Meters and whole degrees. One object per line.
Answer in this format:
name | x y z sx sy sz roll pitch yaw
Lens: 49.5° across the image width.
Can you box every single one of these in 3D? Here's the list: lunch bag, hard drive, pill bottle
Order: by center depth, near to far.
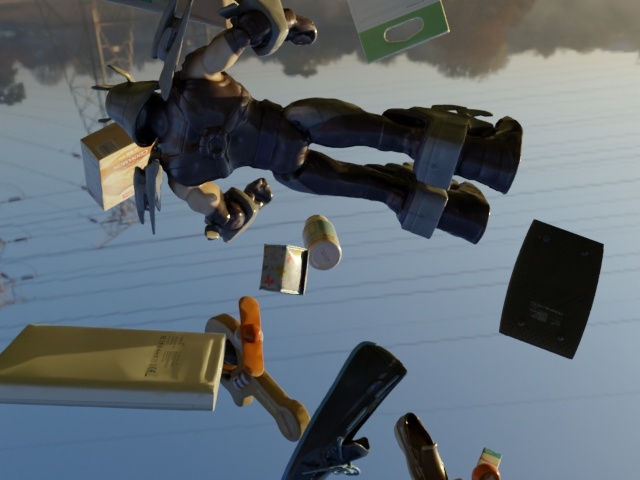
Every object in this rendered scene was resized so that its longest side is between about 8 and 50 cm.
hard drive | -0.300 0.181 1.010 0.308 0.040 0.203 3 -165 -4
lunch bag | -0.045 0.043 1.012 0.053 0.071 0.083 3 172 32
hard drive | 0.469 0.100 1.421 0.172 0.254 0.054 20 165 4
pill bottle | 0.000 0.000 1.742 0.087 0.087 0.160 -6 -150 -4

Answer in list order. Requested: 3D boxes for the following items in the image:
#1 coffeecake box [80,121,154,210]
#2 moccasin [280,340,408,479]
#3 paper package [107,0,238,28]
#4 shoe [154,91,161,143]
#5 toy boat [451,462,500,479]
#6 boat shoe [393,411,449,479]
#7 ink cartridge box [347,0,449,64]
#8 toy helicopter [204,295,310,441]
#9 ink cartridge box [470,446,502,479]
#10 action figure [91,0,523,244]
coffeecake box | -0.417 -0.165 1.453 0.142 0.185 0.068 -36 -106 -28
moccasin | 0.037 0.344 1.218 0.117 0.342 0.138 29 -175 13
paper package | -0.271 -0.582 1.303 0.325 0.168 0.309 16 -120 5
shoe | -0.228 -0.165 1.130 0.063 0.081 0.178 -29 -131 7
toy boat | 0.348 0.543 1.460 0.151 0.151 0.231 -5 -169 -35
boat shoe | 0.279 0.582 1.869 0.095 0.095 0.257 -12 -128 -28
ink cartridge box | 0.115 -0.454 1.223 0.171 0.235 0.056 -23 -156 -6
toy helicopter | -0.136 0.281 1.484 0.140 0.235 0.355 -14 -139 -41
ink cartridge box | 0.404 0.585 1.720 0.052 0.088 0.122 20 -160 18
action figure | -0.016 -0.067 0.480 0.285 0.185 0.099 13 -140 -6
